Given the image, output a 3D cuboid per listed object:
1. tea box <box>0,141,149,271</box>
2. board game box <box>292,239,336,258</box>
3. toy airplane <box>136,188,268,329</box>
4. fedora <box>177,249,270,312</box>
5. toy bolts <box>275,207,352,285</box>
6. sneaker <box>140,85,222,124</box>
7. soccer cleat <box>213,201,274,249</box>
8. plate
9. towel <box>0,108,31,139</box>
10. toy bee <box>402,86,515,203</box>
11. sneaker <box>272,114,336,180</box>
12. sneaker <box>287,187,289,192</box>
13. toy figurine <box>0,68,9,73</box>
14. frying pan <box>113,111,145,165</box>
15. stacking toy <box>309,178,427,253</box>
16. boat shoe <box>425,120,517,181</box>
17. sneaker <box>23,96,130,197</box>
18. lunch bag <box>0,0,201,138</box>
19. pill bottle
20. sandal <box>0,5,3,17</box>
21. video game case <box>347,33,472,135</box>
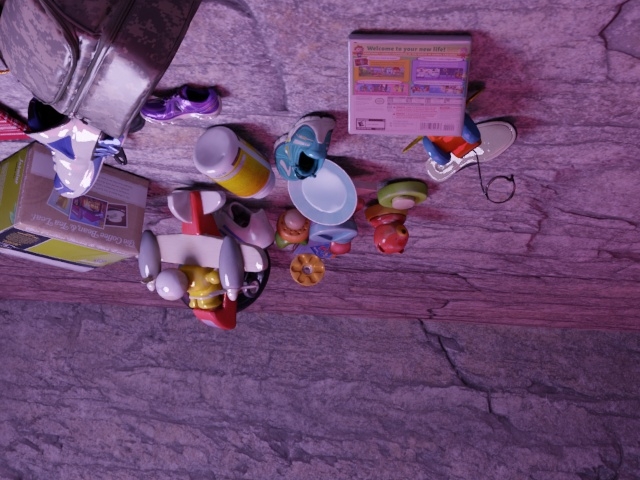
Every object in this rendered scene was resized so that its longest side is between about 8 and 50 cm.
[{"bbox_3d":[-0.684,-0.073,2.052,0.329,0.220,0.323,19,158,-41],"label":"tea box"},{"bbox_3d":[0.008,0.002,2.470,0.145,0.027,0.281,9,162,-11],"label":"board game box"},{"bbox_3d":[-0.339,0.047,2.089,0.384,0.272,0.386,42,138,7],"label":"toy airplane"},{"bbox_3d":[-0.334,0.087,2.542,0.334,0.334,0.152,18,-169,-39],"label":"fedora"},{"bbox_3d":[0.000,0.000,2.218,0.228,0.218,0.158,-12,159,-12],"label":"toy bolts"},{"bbox_3d":[-0.287,-0.285,1.581,0.170,0.068,0.071,-7,146,5],"label":"sneaker"},{"bbox_3d":[-0.269,-0.057,2.244,0.331,0.116,0.143,9,127,35],"label":"soccer cleat"},{"bbox_3d":[0.007,-0.124,1.910,0.188,0.024,0.188,14,127,20],"label":"plate"},{"bbox_3d":[-0.791,-0.287,1.704,0.199,0.031,0.275,-1,161,21],"label":"towel"},{"bbox_3d":[0.253,-0.214,1.547,0.195,0.162,0.298,-18,125,17],"label":"toy bee"},{"bbox_3d":[-0.045,-0.186,1.738,0.107,0.110,0.275,8,163,-14],"label":"sneaker"},{"bbox_3d":[-0.038,-0.138,2.003,0.067,0.042,0.118,11,164,-33],"label":"sneaker"},{"bbox_3d":[-0.568,-0.333,1.430,0.159,0.130,0.173,-6,140,-13],"label":"toy figurine"},{"bbox_3d":[-0.442,-0.256,1.688,0.197,0.053,0.326,-3,161,22],"label":"frying pan"},{"bbox_3d":[0.133,-0.050,2.034,0.309,0.130,0.279,1,164,-24],"label":"stacking toy"},{"bbox_3d":[0.333,-0.205,1.691,0.079,0.084,0.233,-32,-176,-43],"label":"boat shoe"},{"bbox_3d":[-0.521,-0.219,1.598,0.182,0.127,0.315,21,148,-26],"label":"sneaker"},{"bbox_3d":[-0.364,-0.328,1.212,0.256,0.212,0.305,29,154,-19],"label":"lunch bag"},{"bbox_3d":[-0.191,-0.172,1.800,0.117,0.117,0.215,-5,160,26],"label":"pill bottle"},{"bbox_3d":[-0.564,-0.356,1.323,0.060,0.090,0.219,-18,151,26],"label":"sandal"},{"bbox_3d":[0.155,-0.275,1.389,0.212,0.023,0.193,2,130,5],"label":"video game case"}]
